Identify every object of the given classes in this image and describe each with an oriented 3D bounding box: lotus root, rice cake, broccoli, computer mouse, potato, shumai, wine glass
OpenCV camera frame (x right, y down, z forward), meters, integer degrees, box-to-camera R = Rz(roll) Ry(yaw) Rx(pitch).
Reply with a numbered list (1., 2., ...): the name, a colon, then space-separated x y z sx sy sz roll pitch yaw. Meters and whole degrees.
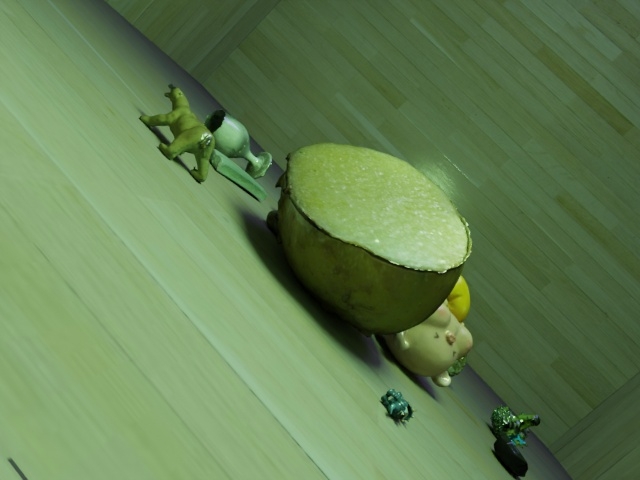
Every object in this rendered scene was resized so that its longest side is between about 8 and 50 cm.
1. lotus root: -0.106 -0.040 1.088 0.054 0.049 0.099 42 13 -50
2. rice cake: -0.235 -0.186 1.205 0.080 0.042 0.221 51 9 31
3. broccoli: 0.675 0.639 1.454 0.167 0.160 0.154 56 33 -5
4. computer mouse: 0.522 0.599 1.158 0.172 0.057 0.099 56 -3 -37
5. potato: 0.080 0.023 0.937 0.385 0.319 0.442 -1 39 -21
6. shumai: 0.402 0.379 1.439 0.142 0.184 0.184 7 32 -41
7. wine glass: -0.274 -0.312 1.381 0.241 0.126 0.126 43 6 -47

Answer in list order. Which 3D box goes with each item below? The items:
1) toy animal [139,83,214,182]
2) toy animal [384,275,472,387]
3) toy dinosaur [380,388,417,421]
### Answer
1. toy animal: -0.285 -0.231 0.874 0.219 0.101 0.103 50 9 33
2. toy animal: 0.257 0.198 1.083 0.345 0.277 0.247 48 19 -11
3. toy dinosaur: 0.130 0.277 0.697 0.083 0.030 0.047 39 7 -45
